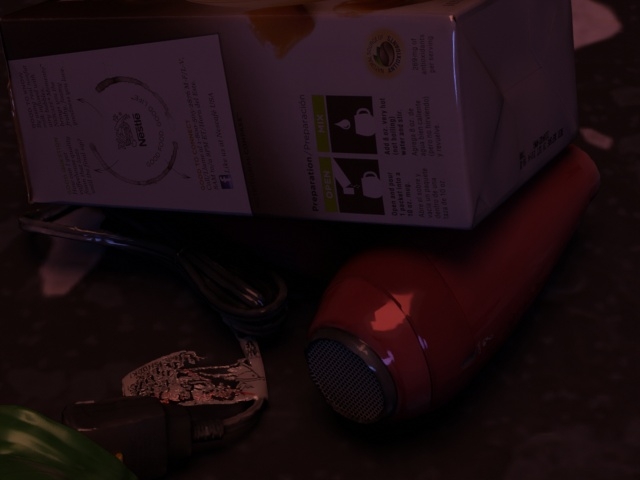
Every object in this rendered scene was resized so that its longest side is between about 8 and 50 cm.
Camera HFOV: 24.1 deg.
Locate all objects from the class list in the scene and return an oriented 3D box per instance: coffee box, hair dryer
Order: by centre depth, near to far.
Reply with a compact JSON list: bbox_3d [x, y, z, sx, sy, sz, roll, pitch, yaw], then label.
[{"bbox_3d":[0.000,0.000,0.729,0.293,0.080,0.224,-9,43,-7],"label":"hair dryer"},{"bbox_3d":[-0.015,-0.079,0.732,0.246,0.098,0.141,4,22,29],"label":"coffee box"}]

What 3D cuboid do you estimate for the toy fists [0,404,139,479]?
[{"bbox_3d":[-0.077,0.148,0.568,0.279,0.096,0.142,12,47,13],"label":"toy fists"}]
